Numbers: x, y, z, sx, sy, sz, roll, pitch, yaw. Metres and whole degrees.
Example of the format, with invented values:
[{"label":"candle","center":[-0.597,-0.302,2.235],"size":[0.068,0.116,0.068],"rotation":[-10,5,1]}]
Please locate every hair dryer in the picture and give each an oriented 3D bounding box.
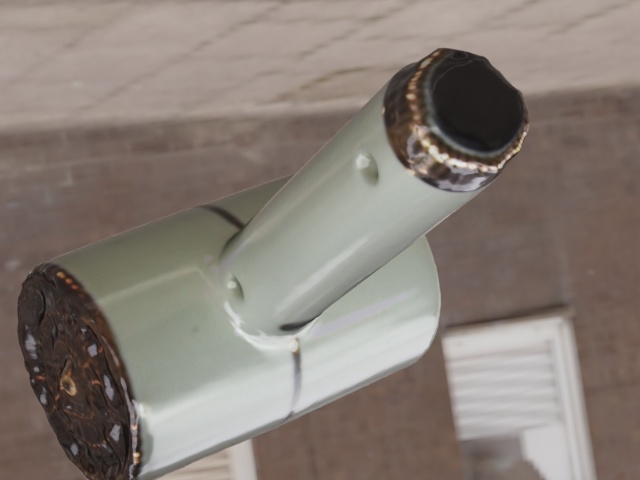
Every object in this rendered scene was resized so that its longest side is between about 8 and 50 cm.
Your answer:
[{"label":"hair dryer","center":[0.000,0.000,0.735],"size":[0.203,0.128,0.362],"rotation":[-20,169,-31]}]
